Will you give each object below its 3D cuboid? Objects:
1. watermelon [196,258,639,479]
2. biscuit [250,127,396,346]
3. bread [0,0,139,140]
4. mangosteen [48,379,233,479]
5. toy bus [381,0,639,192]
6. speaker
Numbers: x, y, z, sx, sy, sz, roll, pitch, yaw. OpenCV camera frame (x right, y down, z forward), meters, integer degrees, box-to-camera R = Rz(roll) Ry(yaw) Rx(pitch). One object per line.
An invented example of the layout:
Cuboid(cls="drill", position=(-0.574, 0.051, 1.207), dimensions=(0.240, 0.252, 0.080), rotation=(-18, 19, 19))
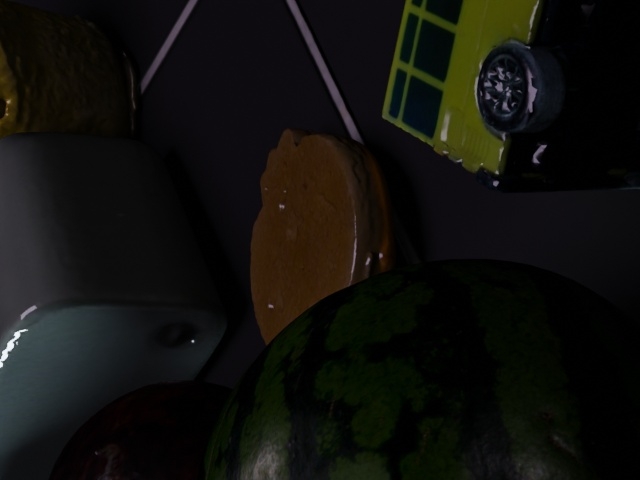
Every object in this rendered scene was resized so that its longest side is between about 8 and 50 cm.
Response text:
Cuboid(cls="watermelon", position=(0.073, 0.149, 0.938), dimensions=(0.285, 0.285, 0.285), rotation=(4, 95, 55))
Cuboid(cls="biscuit", position=(0.004, 0.000, 1.238), dimensions=(0.170, 0.050, 0.170), rotation=(-12, 77, 61))
Cuboid(cls="bread", position=(-0.263, -0.119, 1.500), dimensions=(0.197, 0.171, 0.197), rotation=(-1, 89, 55))
Cuboid(cls="mangosteen", position=(-0.123, 0.214, 1.240), dimensions=(0.235, 0.261, 0.235), rotation=(-1, 89, 54))
Cuboid(cls="toy bus", position=(0.133, -0.169, 0.976), dimensions=(0.150, 0.128, 0.262), rotation=(35, 120, 49))
Cuboid(cls="speaker", position=(-0.241, 0.099, 1.479), dimensions=(0.406, 0.183, 0.184), rotation=(-55, 44, 41))
